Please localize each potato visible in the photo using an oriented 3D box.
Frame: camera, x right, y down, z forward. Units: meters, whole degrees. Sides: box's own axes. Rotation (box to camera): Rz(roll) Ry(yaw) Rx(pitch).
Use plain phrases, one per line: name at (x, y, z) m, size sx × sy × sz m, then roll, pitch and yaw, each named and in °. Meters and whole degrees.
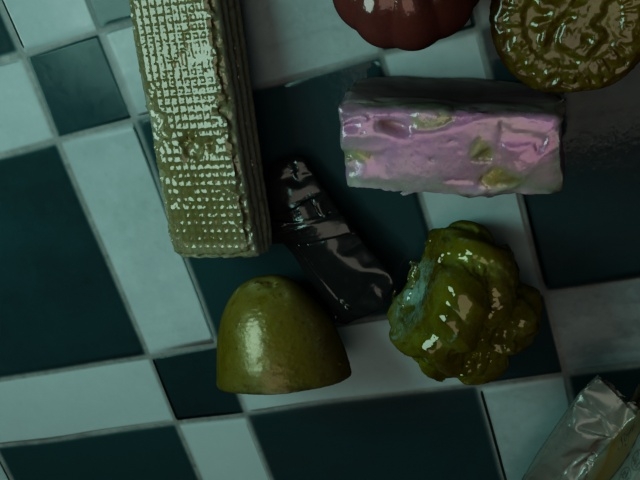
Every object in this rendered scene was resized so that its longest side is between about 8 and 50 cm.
potato at (-0.062, 0.126, 1.292) m, size 0.203 × 0.178 × 0.158 m, roll 7°, pitch 105°, yaw 54°

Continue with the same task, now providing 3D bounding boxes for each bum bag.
bum bag at (0.000, 0.000, 1.266) m, size 0.123 × 0.060 × 0.248 m, roll -35°, pitch 99°, yaw 27°

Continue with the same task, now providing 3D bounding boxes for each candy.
candy at (0.162, -0.127, 1.108) m, size 0.265 × 0.155 × 0.116 m, roll 4°, pitch 112°, yaw 13°

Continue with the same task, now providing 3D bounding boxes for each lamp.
lamp at (0.100, -0.301, 1.051) m, size 0.182 × 0.140 × 0.182 m, roll -3°, pitch 70°, yaw 7°

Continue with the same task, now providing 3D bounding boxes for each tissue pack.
tissue pack at (0.394, 0.342, 1.230) m, size 0.238 × 0.238 × 0.306 m, roll 25°, pitch 119°, yaw 3°

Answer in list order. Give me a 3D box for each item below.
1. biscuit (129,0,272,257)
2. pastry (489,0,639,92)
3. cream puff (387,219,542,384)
biscuit at (-0.159, -0.181, 1.188) m, size 0.144 × 0.078 × 0.426 m, roll -1°, pitch 107°, yaw 24°
pastry at (0.283, -0.262, 1.041) m, size 0.188 × 0.103 × 0.189 m, roll 6°, pitch 115°, yaw 13°
cream puff at (0.198, 0.095, 1.196) m, size 0.194 × 0.195 × 0.221 m, roll 26°, pitch 123°, yaw 3°
